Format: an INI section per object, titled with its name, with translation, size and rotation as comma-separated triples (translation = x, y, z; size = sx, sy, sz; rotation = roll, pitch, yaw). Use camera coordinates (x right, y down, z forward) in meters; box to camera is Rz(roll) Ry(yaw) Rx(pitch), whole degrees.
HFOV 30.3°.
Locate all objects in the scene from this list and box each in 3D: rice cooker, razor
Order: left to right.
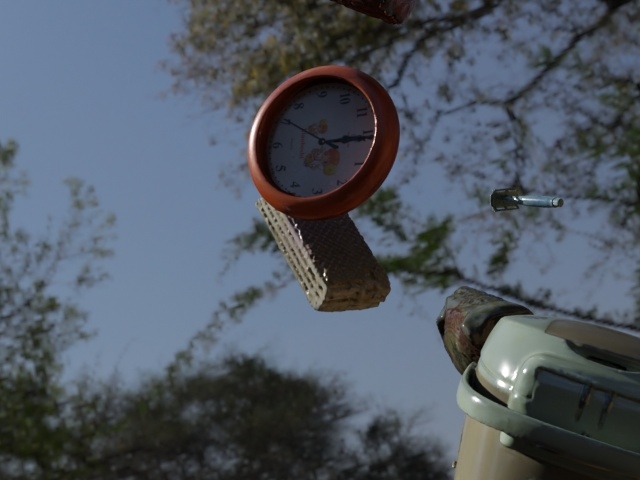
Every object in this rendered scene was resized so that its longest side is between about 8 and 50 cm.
[razor]
translation = 0.360, -0.068, 2.012
size = 0.068, 0.040, 0.135
rotation = -8, 8, -36
[rice cooker]
translation = 0.145, 0.108, 0.639
size = 0.145, 0.127, 0.206
rotation = 17, 9, 17

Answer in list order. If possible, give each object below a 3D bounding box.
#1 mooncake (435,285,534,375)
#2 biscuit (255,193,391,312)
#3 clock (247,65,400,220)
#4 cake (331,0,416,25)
[mooncake]
translation = 0.163, 0.105, 1.073
size = 0.073, 0.130, 0.125
rotation = -41, 9, -10
[biscuit]
translation = 0.000, 0.000, 1.595
size = 0.108, 0.239, 0.061
rotation = -3, -45, -31
[clock]
translation = 0.003, -0.123, 1.479
size = 0.205, 0.205, 0.051
rotation = -23, -24, 17
[cake]
translation = 0.016, -0.305, 1.029
size = 0.150, 0.177, 0.283
rotation = -60, -14, 2
